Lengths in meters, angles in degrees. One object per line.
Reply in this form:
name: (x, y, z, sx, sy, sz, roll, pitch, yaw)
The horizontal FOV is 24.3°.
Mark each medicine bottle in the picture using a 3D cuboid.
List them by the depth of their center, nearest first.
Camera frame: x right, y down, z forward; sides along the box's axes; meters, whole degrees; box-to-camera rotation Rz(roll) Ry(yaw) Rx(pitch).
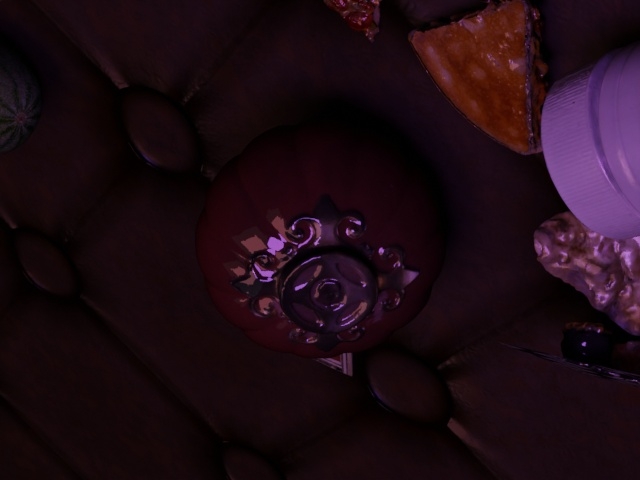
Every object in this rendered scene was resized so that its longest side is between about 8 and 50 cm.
medicine bottle: (0.385, -0.117, 1.396, 0.332, 0.190, 0.190, -15, 115, 49)

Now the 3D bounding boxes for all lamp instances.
lamp: (0.000, 0.000, 1.800, 0.303, 0.257, 0.303, -2, 119, -3)

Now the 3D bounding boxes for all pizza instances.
pizza: (0.199, -0.196, 1.600, 0.201, 0.053, 0.193, 51, 145, 8)
pizza: (0.038, -0.283, 1.686, 0.100, 0.029, 0.099, 41, 142, 3)

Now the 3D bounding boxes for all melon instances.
melon: (-0.530, -0.225, 2.136, 0.288, 0.182, 0.182, 28, 140, 19)

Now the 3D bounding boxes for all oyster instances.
oyster: (0.399, 0.046, 1.602, 0.351, 0.115, 0.238, 21, 138, 18)

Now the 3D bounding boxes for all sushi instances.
sushi: (0.370, 0.138, 1.687, 0.264, 0.050, 0.290, 11, 174, 37)

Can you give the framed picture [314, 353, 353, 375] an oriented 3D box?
framed picture: (-0.048, 0.065, 2.113, 0.216, 0.016, 0.273, 22, 138, 26)
